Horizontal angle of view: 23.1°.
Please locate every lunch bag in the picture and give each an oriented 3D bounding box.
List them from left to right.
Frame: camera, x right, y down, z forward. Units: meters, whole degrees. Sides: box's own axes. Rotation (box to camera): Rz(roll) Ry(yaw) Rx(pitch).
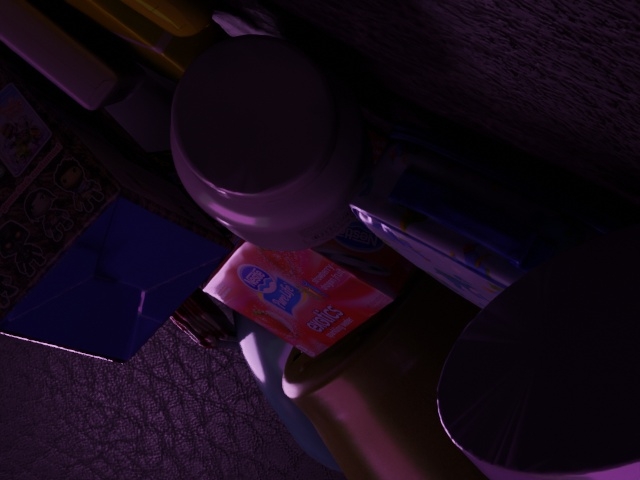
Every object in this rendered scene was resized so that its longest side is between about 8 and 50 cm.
[{"bbox_3d":[0.136,0.008,1.032,0.219,0.090,0.176,29,178,39],"label":"lunch bag"}]

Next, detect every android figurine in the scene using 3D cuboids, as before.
[{"bbox_3d":[-0.166,-0.189,1.087,0.273,0.056,0.248,33,176,-39],"label":"android figurine"}]

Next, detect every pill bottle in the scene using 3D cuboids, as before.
[{"bbox_3d":[-0.033,-0.067,1.068,0.131,0.131,0.229,30,178,7],"label":"pill bottle"}]

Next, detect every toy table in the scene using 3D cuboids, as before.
[{"bbox_3d":[0.192,0.104,0.810,0.161,0.252,0.274,47,173,-18],"label":"toy table"}]

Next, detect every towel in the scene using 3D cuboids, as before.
[{"bbox_3d":[-0.218,0.008,1.830,0.329,0.037,0.237,46,180,6],"label":"towel"}]

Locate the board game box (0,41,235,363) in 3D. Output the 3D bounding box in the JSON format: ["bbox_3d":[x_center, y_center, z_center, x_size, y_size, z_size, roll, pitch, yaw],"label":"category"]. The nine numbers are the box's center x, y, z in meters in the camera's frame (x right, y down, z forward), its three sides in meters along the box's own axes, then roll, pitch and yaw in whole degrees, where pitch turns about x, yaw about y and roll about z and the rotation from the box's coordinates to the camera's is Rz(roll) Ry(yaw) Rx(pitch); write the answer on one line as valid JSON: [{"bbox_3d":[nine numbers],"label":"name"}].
[{"bbox_3d":[-0.245,-0.061,1.249,0.291,0.141,0.232,46,-175,21],"label":"board game box"}]

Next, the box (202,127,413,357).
[{"bbox_3d":[0.000,0.000,1.353,0.128,0.123,0.257,32,160,-6],"label":"box"}]

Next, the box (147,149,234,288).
[{"bbox_3d":[-0.079,-0.034,1.622,0.270,0.060,0.216,-10,-152,-43],"label":"box"}]

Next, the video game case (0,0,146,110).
[{"bbox_3d":[-0.282,-0.219,1.220,0.329,0.036,0.300,38,-176,-6],"label":"video game case"}]

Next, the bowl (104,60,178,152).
[{"bbox_3d":[-0.252,-0.159,1.805,0.298,0.134,0.298,30,177,2],"label":"bowl"}]

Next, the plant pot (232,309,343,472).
[{"bbox_3d":[0.035,0.087,1.788,0.293,0.293,0.235,29,164,40],"label":"plant pot"}]

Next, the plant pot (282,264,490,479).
[{"bbox_3d":[0.162,0.171,1.529,0.353,0.366,0.366,43,175,-12],"label":"plant pot"}]
